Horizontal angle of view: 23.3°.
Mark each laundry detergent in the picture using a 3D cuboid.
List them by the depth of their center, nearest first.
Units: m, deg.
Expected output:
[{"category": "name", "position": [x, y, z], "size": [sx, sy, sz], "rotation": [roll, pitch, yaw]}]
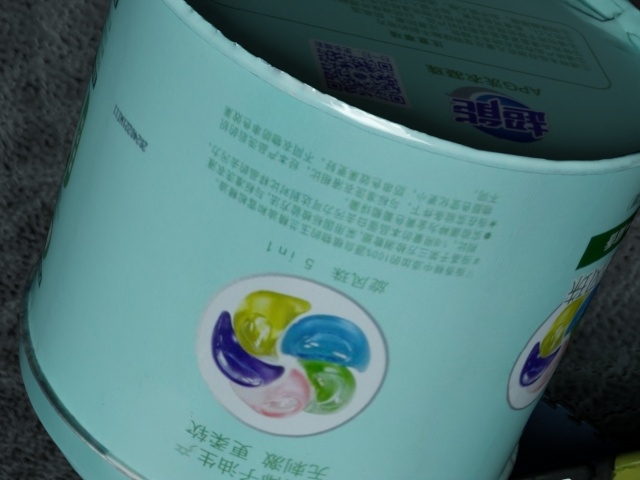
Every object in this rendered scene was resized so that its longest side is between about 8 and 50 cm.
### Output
[{"category": "laundry detergent", "position": [0.000, 0.000, 0.815], "size": [0.287, 0.287, 0.305], "rotation": [22, 122, 1]}]

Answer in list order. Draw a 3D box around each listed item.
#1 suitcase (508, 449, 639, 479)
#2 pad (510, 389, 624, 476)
[{"category": "suitcase", "position": [0.160, 0.223, 0.927], "size": [0.194, 0.143, 0.235], "rotation": [-16, 152, 22]}, {"category": "pad", "position": [0.125, 0.220, 1.073], "size": [0.269, 0.012, 0.269], "rotation": [36, 122, -8]}]
